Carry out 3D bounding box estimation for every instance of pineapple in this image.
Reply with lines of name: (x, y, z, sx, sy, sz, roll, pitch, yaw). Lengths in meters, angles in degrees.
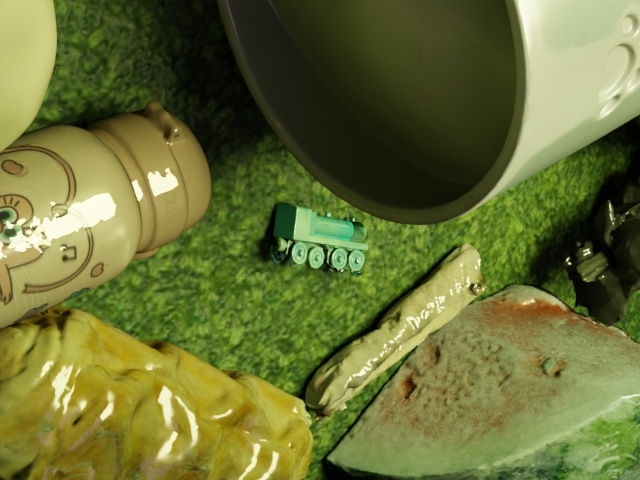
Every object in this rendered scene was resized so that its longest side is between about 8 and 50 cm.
pineapple: (0.291, -0.019, 1.143, 0.237, 0.111, 0.119, -37, 121, -32)

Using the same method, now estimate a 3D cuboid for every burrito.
burrito: (0.058, 0.070, 1.042, 0.185, 0.041, 0.045, -38, 173, -24)

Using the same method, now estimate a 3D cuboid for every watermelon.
watermelon: (0.141, 0.146, 1.114, 0.289, 0.214, 0.320, -6, 161, -8)

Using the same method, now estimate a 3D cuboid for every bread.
bread: (-0.124, 0.129, 0.838, 0.267, 0.130, 0.152, 29, 100, -46)

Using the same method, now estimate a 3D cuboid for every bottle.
bottle: (-0.160, -0.006, 0.760, 0.209, 0.097, 0.110, -24, 147, -33)

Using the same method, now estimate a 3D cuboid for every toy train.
toy train: (0.000, 0.000, 0.960, 0.092, 0.029, 0.045, 8, 89, -49)

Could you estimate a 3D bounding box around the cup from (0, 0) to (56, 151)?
cup: (-0.255, -0.129, 0.595, 0.202, 0.255, 0.173, -26, 168, -30)

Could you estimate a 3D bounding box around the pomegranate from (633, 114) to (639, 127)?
pomegranate: (0.339, -0.199, 1.049, 0.291, 0.323, 0.291, -42, 165, -14)

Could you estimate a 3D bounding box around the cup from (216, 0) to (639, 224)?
cup: (0.102, -0.223, 0.799, 0.274, 0.259, 0.357, -27, 107, -32)
